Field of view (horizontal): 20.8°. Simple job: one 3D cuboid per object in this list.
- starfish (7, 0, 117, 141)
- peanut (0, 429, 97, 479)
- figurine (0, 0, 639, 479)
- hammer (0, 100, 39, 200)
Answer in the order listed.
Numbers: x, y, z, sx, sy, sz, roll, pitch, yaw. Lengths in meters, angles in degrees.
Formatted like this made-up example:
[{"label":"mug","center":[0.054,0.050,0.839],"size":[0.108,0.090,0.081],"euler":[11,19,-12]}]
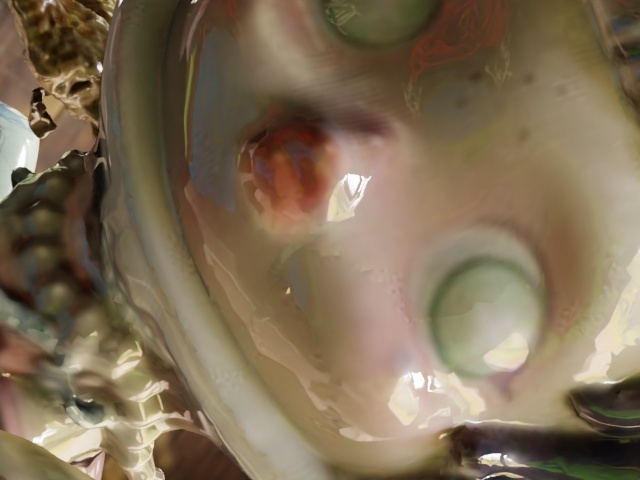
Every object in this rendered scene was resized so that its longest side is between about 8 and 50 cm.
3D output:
[{"label":"starfish","center":[-0.064,-0.043,0.678],"size":[0.247,0.050,0.138],"euler":[68,21,-12]},{"label":"peanut","center":[-0.058,0.110,0.287],"size":[0.149,0.149,0.313],"euler":[26,0,-40]},{"label":"figurine","center":[-0.003,-0.009,0.552],"size":[0.211,0.361,0.253],"euler":[-66,137,-83]},{"label":"hammer","center":[-0.243,-0.033,0.878],"size":[0.194,0.116,0.069],"euler":[14,-12,-20]}]
